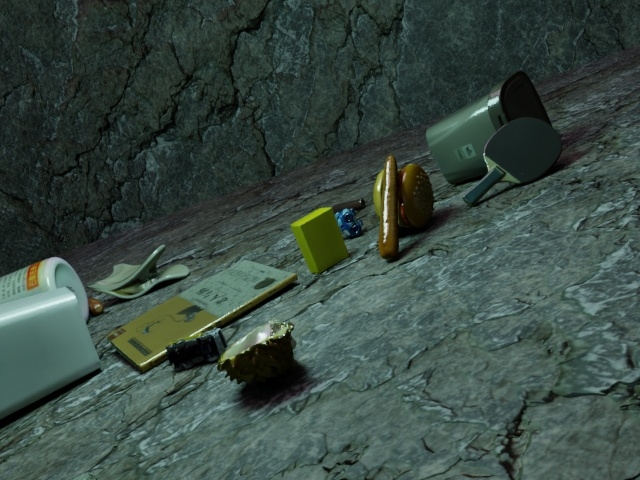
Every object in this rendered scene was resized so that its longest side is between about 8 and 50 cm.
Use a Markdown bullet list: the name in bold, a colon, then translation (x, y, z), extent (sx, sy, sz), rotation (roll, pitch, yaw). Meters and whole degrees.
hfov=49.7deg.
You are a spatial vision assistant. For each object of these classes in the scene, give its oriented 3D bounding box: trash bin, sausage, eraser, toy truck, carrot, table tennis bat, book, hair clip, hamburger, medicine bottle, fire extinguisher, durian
- **trash bin**: translation (0.427, -0.273, 1.765), extent (0.250, 0.220, 0.219), rotation (-21, 9, 37)
- **sausage**: translation (-0.672, 0.195, 2.050), extent (0.039, 0.041, 0.131), rotation (-23, 12, -25)
- **eraser**: translation (0.000, 0.000, 1.542), extent (0.097, 0.122, 0.045), rotation (-32, 17, -32)
- **toy truck**: translation (-0.232, 0.200, 1.284), extent (0.123, 0.052, 0.063), rotation (-19, 7, 23)
- **carrot**: translation (0.146, -0.071, 1.448), extent (0.043, 0.248, 0.043), rotation (4, -24, 2)
- **table tennis bat**: translation (0.428, -0.176, 1.573), extent (0.274, 0.154, 0.021), rotation (-42, -25, -9)
- **book**: translation (-0.266, 0.152, 1.533), extent (0.389, 0.032, 0.269), rotation (-30, 20, -26)
- **hair clip**: translation (-0.533, 0.103, 2.078), extent (0.282, 0.113, 0.172), rotation (-23, 12, 21)
- **toy truck**: translation (0.056, -0.032, 1.714), extent (0.090, 0.073, 0.056), rotation (-32, 9, 20)
- **hamburger**: translation (0.188, -0.093, 1.551), extent (0.115, 0.162, 0.162), rotation (-6, 20, 32)
- **trash bin**: translation (-0.676, 0.225, 1.439), extent (0.367, 0.296, 0.256), rotation (-22, 11, -24)
- **medicine bottle**: translation (-0.869, 0.211, 1.927), extent (0.388, 0.219, 0.219), rotation (-23, 13, 3)
- **fire extinguisher**: translation (0.051, -0.086, 2.017), extent (0.173, 0.035, 0.049), rotation (-13, 54, 35)
- **durian**: translation (-0.087, 0.178, 1.097), extent (0.140, 0.078, 0.224), rotation (-35, 3, 0)

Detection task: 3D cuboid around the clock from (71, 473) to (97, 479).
- **clock**: translation (-0.345, 0.352, 0.951), extent (0.074, 0.010, 0.083), rotation (-21, 14, 4)
